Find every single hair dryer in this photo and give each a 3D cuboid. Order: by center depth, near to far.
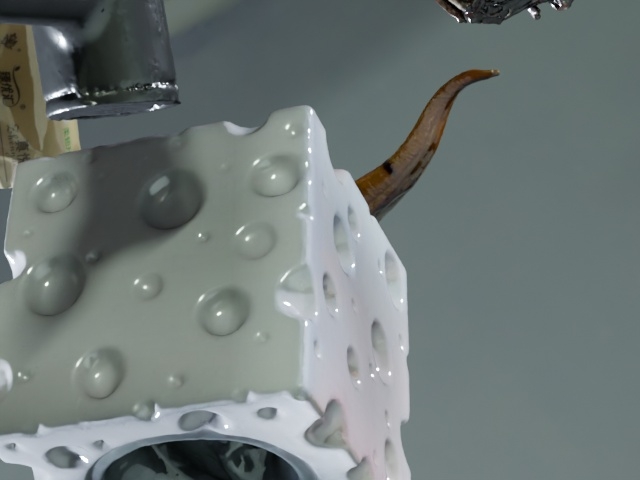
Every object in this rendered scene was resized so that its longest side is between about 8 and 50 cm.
[{"bbox_3d":[-0.169,-0.164,1.149,0.089,0.197,0.251,-6,6,17],"label":"hair dryer"}]

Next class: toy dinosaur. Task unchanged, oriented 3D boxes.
[{"bbox_3d":[0.000,0.000,1.768,0.432,0.097,0.208,-36,-36,2],"label":"toy dinosaur"}]

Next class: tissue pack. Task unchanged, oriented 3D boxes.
[{"bbox_3d":[-0.360,-0.176,1.919,0.215,0.256,0.123,-5,19,0],"label":"tissue pack"}]

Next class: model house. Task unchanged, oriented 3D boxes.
[{"bbox_3d":[0.174,-0.334,2.197,0.164,0.203,0.141,-29,-30,-9],"label":"model house"}]

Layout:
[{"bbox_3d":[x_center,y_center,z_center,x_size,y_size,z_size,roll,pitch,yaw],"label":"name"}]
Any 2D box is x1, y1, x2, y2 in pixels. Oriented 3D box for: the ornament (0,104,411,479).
[{"bbox_3d":[-0.081,0.080,1.406,0.239,0.239,0.240,-11,-35,16],"label":"ornament"}]
